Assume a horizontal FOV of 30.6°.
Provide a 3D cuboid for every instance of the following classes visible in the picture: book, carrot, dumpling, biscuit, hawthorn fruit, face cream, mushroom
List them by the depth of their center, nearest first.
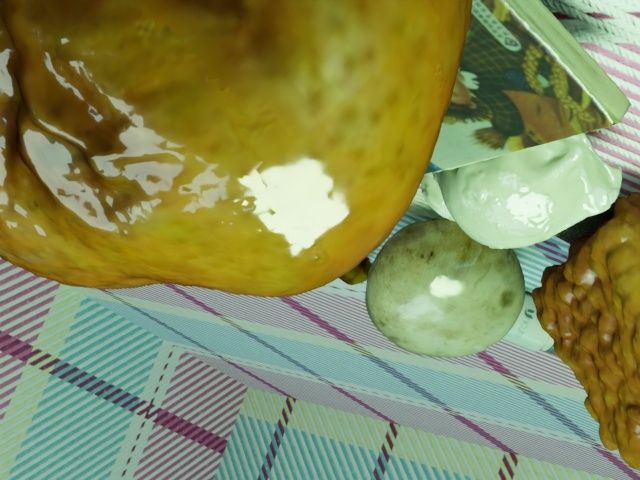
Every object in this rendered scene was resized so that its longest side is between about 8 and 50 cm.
[{"bbox_3d":[-0.113,-0.178,0.853,0.471,0.472,0.472,19,165,5],"label":"hawthorn fruit"},{"bbox_3d":[0.060,-0.180,1.184,0.300,0.039,0.428,40,153,-22],"label":"book"},{"bbox_3d":[0.205,-0.088,1.311,0.258,0.147,0.193,-8,122,46],"label":"dumpling"},{"bbox_3d":[0.386,0.128,1.423,0.110,0.318,0.312,-21,166,-14],"label":"biscuit"},{"bbox_3d":[0.189,0.068,1.762,0.254,0.184,0.255,3,120,6],"label":"mushroom"},{"bbox_3d":[0.324,0.127,1.962,0.311,0.092,0.092,24,164,-8],"label":"face cream"},{"bbox_3d":[0.000,0.000,1.997,0.070,0.070,0.260,6,157,42],"label":"carrot"}]

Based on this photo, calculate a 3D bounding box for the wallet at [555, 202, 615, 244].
[{"bbox_3d":[0.362,-0.018,1.523,0.243,0.039,0.133,28,157,-24],"label":"wallet"}]
